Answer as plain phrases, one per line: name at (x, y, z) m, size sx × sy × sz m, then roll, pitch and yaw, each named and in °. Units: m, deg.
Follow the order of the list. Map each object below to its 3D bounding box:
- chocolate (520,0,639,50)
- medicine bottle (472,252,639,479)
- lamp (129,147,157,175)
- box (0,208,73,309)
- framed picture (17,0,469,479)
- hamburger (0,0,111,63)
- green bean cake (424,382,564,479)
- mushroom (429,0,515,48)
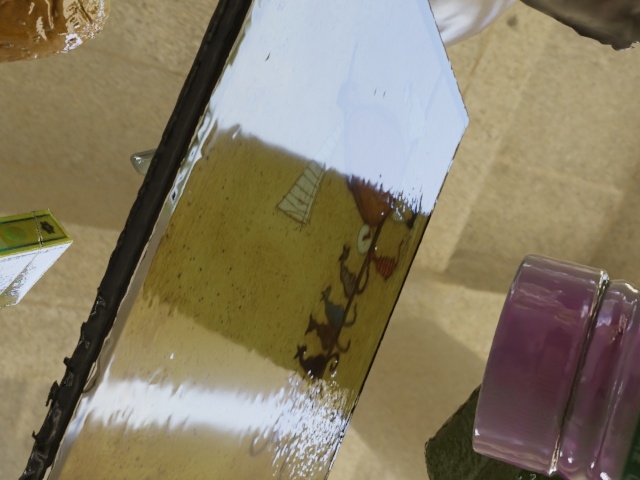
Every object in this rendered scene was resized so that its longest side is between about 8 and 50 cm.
chocolate at (0.189, -0.245, 0.456) m, size 0.303 × 0.303 × 0.212 m, roll 32°, pitch -126°, yaw -42°
medicine bottle at (0.324, 0.149, 0.996) m, size 0.212 × 0.326 × 0.212 m, roll 16°, pitch -90°, yaw -73°
lamp at (-0.149, -0.017, 1.154) m, size 0.056 × 0.198 × 0.050 m, roll -22°, pitch -28°, yaw -3°
box at (-0.419, 0.037, 1.303) m, size 0.141 × 0.064 × 0.220 m, roll -44°, pitch -13°, yaw 24°
framed picture at (0.000, 0.000, 0.490) m, size 0.255 × 0.014 × 0.339 m, roll -68°, pitch -19°, yaw -8°
hamburger at (-0.361, -0.280, 1.283) m, size 0.208 × 0.155 × 0.135 m, roll 7°, pitch -95°, yaw -6°
green bean cake at (0.234, 0.279, 1.249) m, size 0.125 × 0.222 × 0.248 m, roll 5°, pitch -44°, yaw -23°
mushroom at (0.079, -0.377, 1.249) m, size 0.362 × 0.362 × 0.294 m, roll 10°, pitch -112°, yaw -38°
